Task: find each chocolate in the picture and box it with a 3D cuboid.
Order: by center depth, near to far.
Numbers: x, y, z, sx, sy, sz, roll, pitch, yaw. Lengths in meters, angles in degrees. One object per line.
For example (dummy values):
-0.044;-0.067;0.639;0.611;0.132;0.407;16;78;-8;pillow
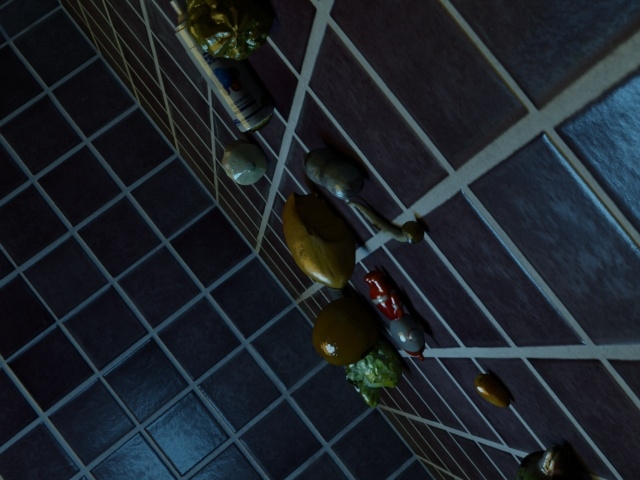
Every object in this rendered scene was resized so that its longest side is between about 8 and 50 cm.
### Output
0.024;-0.131;1.558;0.167;0.072;0.072;36;162;50;chocolate

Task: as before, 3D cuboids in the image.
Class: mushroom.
0.127;-0.031;1.552;0.306;0.043;0.068;-152;43;-69;mushroom

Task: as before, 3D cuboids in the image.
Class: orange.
0.072;0.268;2.365;0.206;0.206;0.206;50;170;12;orange

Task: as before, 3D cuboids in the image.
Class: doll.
0.184;0.181;1.922;0.245;0.076;0.142;56;171;-2;doll

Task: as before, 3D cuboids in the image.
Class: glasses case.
0.071;0.186;2.521;0.072;0.042;0.191;23;155;33;glasses case

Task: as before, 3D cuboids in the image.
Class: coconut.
-0.206;-0.210;2.190;0.116;0.116;0.122;57;170;-25;coconut

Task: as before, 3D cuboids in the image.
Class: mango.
0.361;0.315;1.689;0.089;0.046;0.060;40;173;-3;mango
0.000;0.000;1.929;0.252;0.153;0.126;63;-179;16;mango

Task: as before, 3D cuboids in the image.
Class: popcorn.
0.156;0.397;2.480;0.197;0.213;0.198;14;177;1;popcorn

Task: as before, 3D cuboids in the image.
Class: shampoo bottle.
-0.216;-0.378;1.707;0.303;0.092;0.092;56;169;-20;shampoo bottle

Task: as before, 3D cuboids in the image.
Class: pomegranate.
0.467;0.469;1.605;0.125;0.163;0.138;14;-153;-27;pomegranate

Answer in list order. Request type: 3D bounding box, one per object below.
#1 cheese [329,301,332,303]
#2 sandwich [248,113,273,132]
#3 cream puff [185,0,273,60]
0.100;0.276;2.685;0.255;0.050;0.127;41;165;47;cheese
-0.137;-0.302;1.863;0.074;0.074;0.116;52;-158;-3;sandwich
-0.157;-0.374;1.368;0.156;0.121;0.156;50;164;20;cream puff
